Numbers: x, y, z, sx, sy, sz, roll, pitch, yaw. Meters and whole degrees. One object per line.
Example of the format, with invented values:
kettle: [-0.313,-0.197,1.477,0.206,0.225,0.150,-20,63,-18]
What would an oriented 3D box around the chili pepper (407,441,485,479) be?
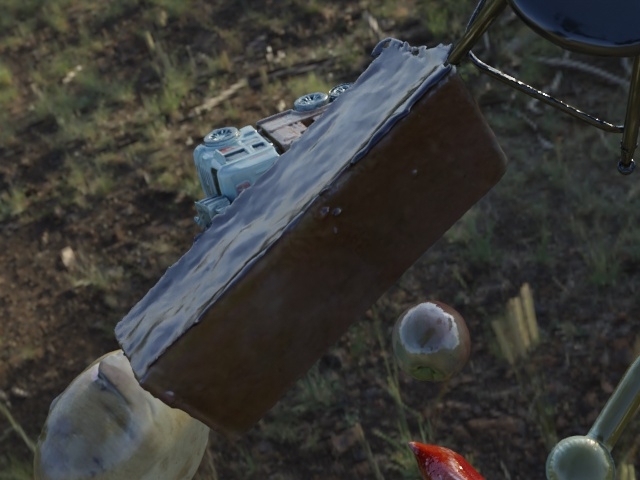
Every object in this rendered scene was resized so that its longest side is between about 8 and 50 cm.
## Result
chili pepper: [0.120,0.175,0.592,0.191,0.059,0.050,40,104,35]

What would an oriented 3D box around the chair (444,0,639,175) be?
chair: [0.394,-0.361,1.461,0.362,0.410,0.364,29,90,11]

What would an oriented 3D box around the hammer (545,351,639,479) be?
hammer: [0.482,0.297,1.679,0.113,0.202,0.305,34,88,14]

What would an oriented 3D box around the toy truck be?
toy truck: [-0.030,-0.107,1.452,0.338,0.133,0.184,-23,28,-13]

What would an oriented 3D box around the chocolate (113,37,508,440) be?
chocolate: [0.000,0.000,0.755,0.321,0.112,0.112,-46,30,-2]

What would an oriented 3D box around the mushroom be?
mushroom: [-0.237,0.237,1.205,0.184,0.254,0.255,22,50,36]

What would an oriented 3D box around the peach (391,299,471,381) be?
peach: [0.110,0.099,1.006,0.083,0.083,0.083,-11,34,8]
